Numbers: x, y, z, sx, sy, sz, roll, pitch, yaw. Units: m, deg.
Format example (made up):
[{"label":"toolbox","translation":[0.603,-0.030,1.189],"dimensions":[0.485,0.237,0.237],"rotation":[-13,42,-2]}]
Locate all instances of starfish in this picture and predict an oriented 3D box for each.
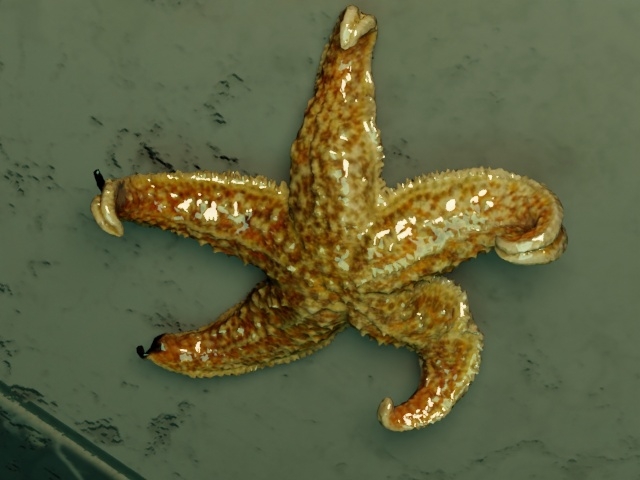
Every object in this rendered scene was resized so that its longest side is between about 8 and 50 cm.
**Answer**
[{"label":"starfish","translation":[-0.002,-0.001,0.994],"dimensions":[0.303,0.113,0.312],"rotation":[16,125,1]}]
